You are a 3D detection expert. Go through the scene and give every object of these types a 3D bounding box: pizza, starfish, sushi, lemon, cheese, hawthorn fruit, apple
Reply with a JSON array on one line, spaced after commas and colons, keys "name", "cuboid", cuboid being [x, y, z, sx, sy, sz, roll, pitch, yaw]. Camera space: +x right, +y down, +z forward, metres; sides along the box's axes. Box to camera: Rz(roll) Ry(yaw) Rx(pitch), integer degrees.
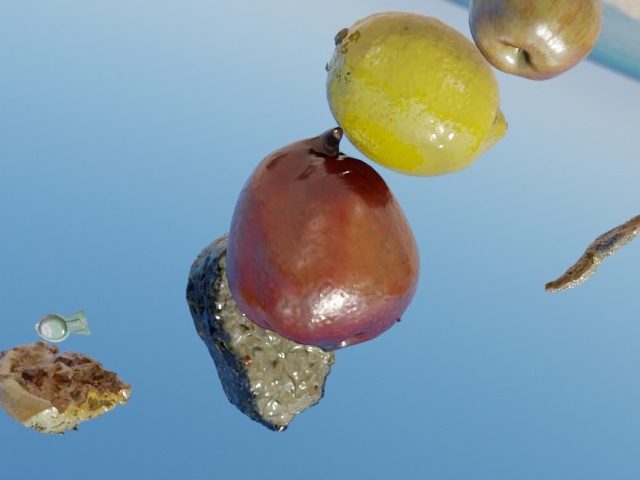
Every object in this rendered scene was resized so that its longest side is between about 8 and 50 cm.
[{"name": "pizza", "cuboid": [-0.431, 0.234, 1.595, 0.226, 0.086, 0.335, 5, -171, -18]}, {"name": "starfish", "cuboid": [0.447, 0.009, 1.477, 0.043, 0.227, 0.240, 49, 163, 8]}, {"name": "sushi", "cuboid": [-0.095, 0.152, 1.640, 0.210, 0.350, 0.170, -20, -164, -33]}, {"name": "lemon", "cuboid": [0.135, -0.212, 1.399, 0.263, 0.236, 0.236, 44, -158, 16]}, {"name": "cheese", "cuboid": [-0.567, 0.189, 2.085, 0.120, 0.067, 0.026, -10, -164, 9]}, {"name": "hawthorn fruit", "cuboid": [-0.009, 0.014, 1.410, 0.311, 0.295, 0.295, 63, -159, 1]}, {"name": "apple", "cuboid": [0.201, -0.209, 0.902, 0.126, 0.102, 0.126, 24, 169, 5]}]
